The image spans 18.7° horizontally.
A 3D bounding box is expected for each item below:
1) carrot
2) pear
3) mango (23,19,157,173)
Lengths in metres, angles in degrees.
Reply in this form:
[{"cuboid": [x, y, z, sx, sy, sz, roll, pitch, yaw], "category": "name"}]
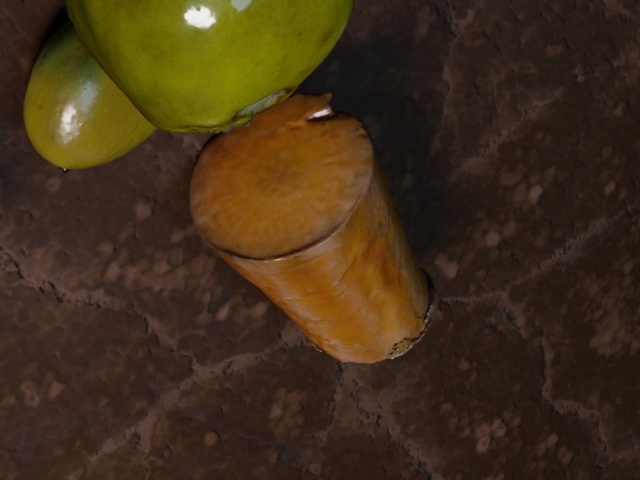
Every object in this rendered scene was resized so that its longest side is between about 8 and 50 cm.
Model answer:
[{"cuboid": [0.000, 0.000, 1.958, 0.196, 0.196, 0.254, -45, 143, -11], "category": "carrot"}, {"cuboid": [-0.092, -0.247, 1.616, 0.269, 0.269, 0.321, -8, 104, -35], "category": "pear"}, {"cuboid": [-0.172, -0.163, 1.774, 0.237, 0.091, 0.137, -40, 135, -16], "category": "mango"}]
